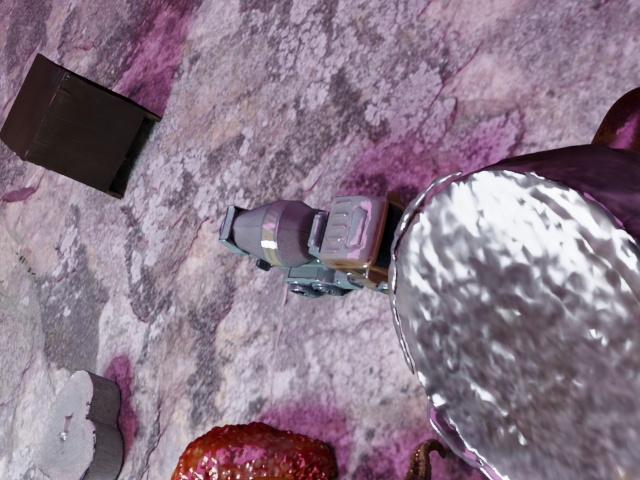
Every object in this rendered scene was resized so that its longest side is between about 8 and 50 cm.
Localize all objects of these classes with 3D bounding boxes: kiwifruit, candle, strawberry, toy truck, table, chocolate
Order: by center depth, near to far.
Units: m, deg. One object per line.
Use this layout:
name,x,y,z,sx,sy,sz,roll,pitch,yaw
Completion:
chocolate,0.228,0.054,0.755,0.303,0.213,0.303,31,132,41
kiwifruit,0.287,-0.081,0.864,0.075,0.075,0.124,21,85,52
toy truck,0.000,0.000,1.101,0.257,0.140,0.108,-1,71,49
strawberry,-0.107,0.283,1.110,0.236,0.107,0.175,-50,42,19
candle,-0.374,0.306,1.439,0.168,0.068,0.192,-36,46,28
table,-0.426,-0.201,1.656,0.172,0.193,0.169,33,98,52

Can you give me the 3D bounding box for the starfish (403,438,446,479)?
starfish,0.083,0.296,0.915,0.146,0.074,0.189,40,105,45

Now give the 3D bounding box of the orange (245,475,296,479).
orange,-0.042,0.334,0.950,0.161,0.193,0.193,-28,49,10
